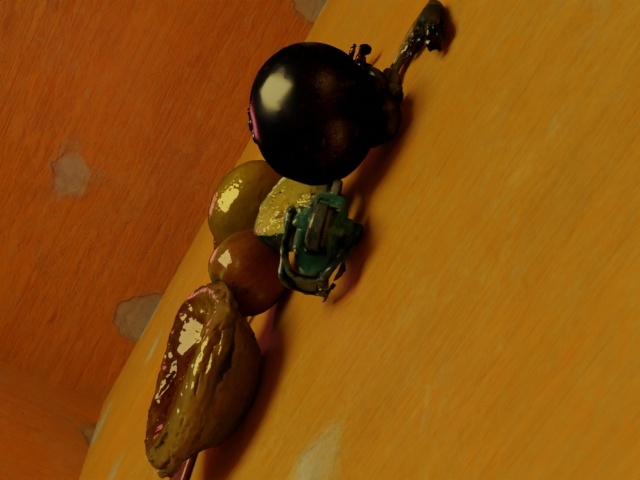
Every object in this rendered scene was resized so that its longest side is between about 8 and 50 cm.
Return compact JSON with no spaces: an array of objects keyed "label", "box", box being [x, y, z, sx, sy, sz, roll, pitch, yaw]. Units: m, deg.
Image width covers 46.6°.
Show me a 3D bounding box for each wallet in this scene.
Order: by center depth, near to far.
[{"label":"wallet","box":[-0.339,0.562,1.799,0.119,0.025,0.232,-46,22,49]}]

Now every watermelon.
[{"label":"watermelon","box":[-0.041,-0.061,1.658,0.204,0.127,0.232,-14,39,39]}]

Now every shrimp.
[{"label":"shrimp","box":[0.200,-0.411,1.601,0.222,0.054,0.290,-56,13,20]}]

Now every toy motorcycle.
[{"label":"toy motorcycle","box":[0.000,0.000,1.421,0.260,0.154,0.206,-59,-19,-70]}]

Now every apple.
[{"label":"apple","box":[-0.162,0.070,1.738,0.196,0.196,0.196,-56,16,25]}]

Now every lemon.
[{"label":"lemon","box":[-0.180,-0.082,1.988,0.236,0.236,0.263,-92,26,-62]}]

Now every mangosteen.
[{"label":"mangosteen","box":[0.006,-0.251,1.516,0.297,0.313,0.297,16,-90,-77]}]

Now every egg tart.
[{"label":"egg tart","box":[-0.248,0.306,1.615,0.443,0.178,0.443,-55,23,39]}]

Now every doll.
[{"label":"doll","box":[0.067,-0.462,2.086,0.249,0.088,0.127,-20,44,64]}]

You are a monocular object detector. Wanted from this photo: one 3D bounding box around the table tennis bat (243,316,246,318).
[{"label":"table tennis bat","box":[-0.241,0.245,1.941,0.274,0.021,0.154,-53,42,15]}]
